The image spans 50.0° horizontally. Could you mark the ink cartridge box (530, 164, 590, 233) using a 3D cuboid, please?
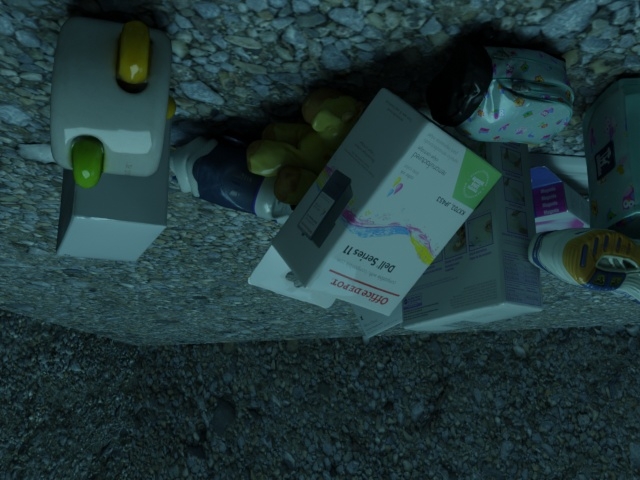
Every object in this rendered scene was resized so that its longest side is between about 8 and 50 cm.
[{"bbox_3d":[0.400,-0.030,1.445,0.324,0.071,0.330,-14,153,43],"label":"ink cartridge box"}]

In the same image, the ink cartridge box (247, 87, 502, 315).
[{"bbox_3d":[0.076,-0.018,1.014,0.207,0.119,0.353,22,110,-44],"label":"ink cartridge box"}]

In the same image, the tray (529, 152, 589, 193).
[{"bbox_3d":[0.458,-0.126,1.352,0.270,0.030,0.145,2,164,-9],"label":"tray"}]

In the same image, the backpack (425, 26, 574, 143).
[{"bbox_3d":[0.256,-0.202,0.949,0.182,0.115,0.152,3,161,-17],"label":"backpack"}]

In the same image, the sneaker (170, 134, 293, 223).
[{"bbox_3d":[-0.148,-0.122,1.259,0.236,0.130,0.323,22,-173,9],"label":"sneaker"}]

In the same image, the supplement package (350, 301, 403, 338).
[{"bbox_3d":[0.233,0.117,1.764,0.262,0.145,0.204,-33,169,37],"label":"supplement package"}]

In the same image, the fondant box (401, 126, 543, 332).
[{"bbox_3d":[0.239,-0.027,1.154,0.096,0.330,0.238,9,161,-31],"label":"fondant box"}]

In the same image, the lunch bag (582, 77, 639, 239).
[{"bbox_3d":[0.504,-0.107,1.077,0.160,0.223,0.262,-7,161,32],"label":"lunch bag"}]

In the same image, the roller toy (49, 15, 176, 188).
[{"bbox_3d":[-0.259,-0.182,0.879,0.146,0.209,0.191,5,-159,-16],"label":"roller toy"}]

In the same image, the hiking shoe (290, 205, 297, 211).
[{"bbox_3d":[0.041,-0.089,1.178,0.132,0.113,0.304,-21,-161,25],"label":"hiking shoe"}]

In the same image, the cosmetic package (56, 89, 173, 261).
[{"bbox_3d":[-0.327,-0.102,1.081,0.138,0.224,0.224,8,162,-25],"label":"cosmetic package"}]

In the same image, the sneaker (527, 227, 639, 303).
[{"bbox_3d":[0.450,0.033,1.045,0.296,0.111,0.131,18,180,-26],"label":"sneaker"}]

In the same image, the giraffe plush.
[{"bbox_3d":[0.009,-0.154,1.048,0.210,0.181,0.170,31,137,8],"label":"giraffe plush"}]
